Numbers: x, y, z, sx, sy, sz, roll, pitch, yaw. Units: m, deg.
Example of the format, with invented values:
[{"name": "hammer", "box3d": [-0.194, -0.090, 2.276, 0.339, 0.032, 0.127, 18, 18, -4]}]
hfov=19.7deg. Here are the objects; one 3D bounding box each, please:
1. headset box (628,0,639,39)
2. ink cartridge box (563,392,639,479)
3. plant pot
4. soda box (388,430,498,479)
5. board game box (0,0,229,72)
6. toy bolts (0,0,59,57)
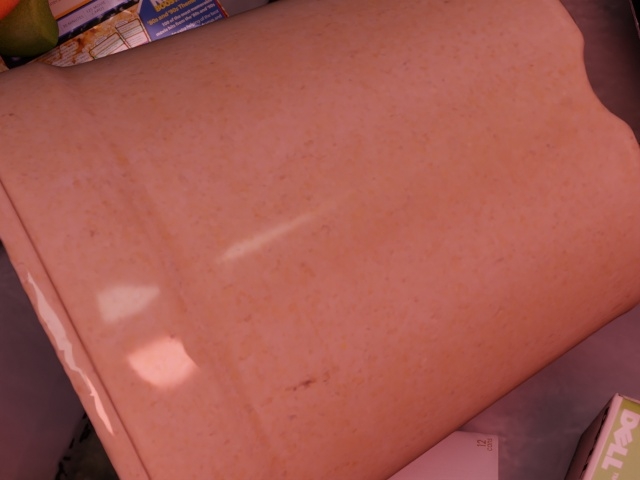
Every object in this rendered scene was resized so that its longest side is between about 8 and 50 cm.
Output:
[{"name": "headset box", "box3d": [0.326, -0.180, 1.113, 0.283, 0.131, 0.246, -16, 74, 13]}, {"name": "ink cartridge box", "box3d": [0.167, 0.179, 0.976, 0.097, 0.255, 0.189, 22, 75, 7]}, {"name": "plant pot", "box3d": [0.000, 0.000, 0.991, 0.305, 0.334, 0.334, -26, 76, -8]}, {"name": "soda box", "box3d": [0.060, 0.201, 1.008, 0.069, 0.074, 0.216, 5, 37, 2]}, {"name": "board game box", "box3d": [-0.163, -0.172, 1.187, 0.146, 0.045, 0.193, -29, 76, -7]}, {"name": "toy bolts", "box3d": [-0.271, -0.114, 1.087, 0.218, 0.158, 0.229, 8, 89, 20]}]
